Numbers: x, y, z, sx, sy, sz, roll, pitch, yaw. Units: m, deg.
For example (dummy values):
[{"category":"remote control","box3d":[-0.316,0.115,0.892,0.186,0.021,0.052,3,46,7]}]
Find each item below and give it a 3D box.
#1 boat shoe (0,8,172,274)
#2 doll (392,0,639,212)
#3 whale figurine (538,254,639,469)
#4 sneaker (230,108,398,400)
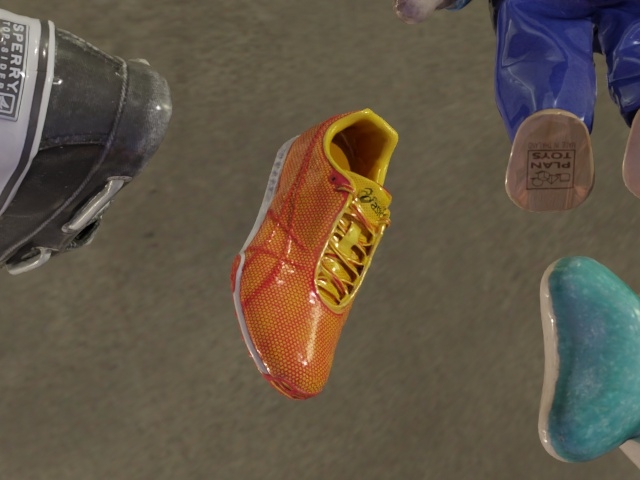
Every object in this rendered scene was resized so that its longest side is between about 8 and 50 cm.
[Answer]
[{"category":"boat shoe","box3d":[-0.108,-0.020,0.632,0.070,0.219,0.078,11,77,-18]},{"category":"doll","box3d":[0.090,-0.085,0.629,0.129,0.189,0.046,-5,128,9]},{"category":"whale figurine","box3d":[0.231,0.074,0.936,0.141,0.272,0.216,-10,71,47]},{"category":"sneaker","box3d":[0.000,0.000,0.891,0.067,0.175,0.064,-26,131,38]}]
